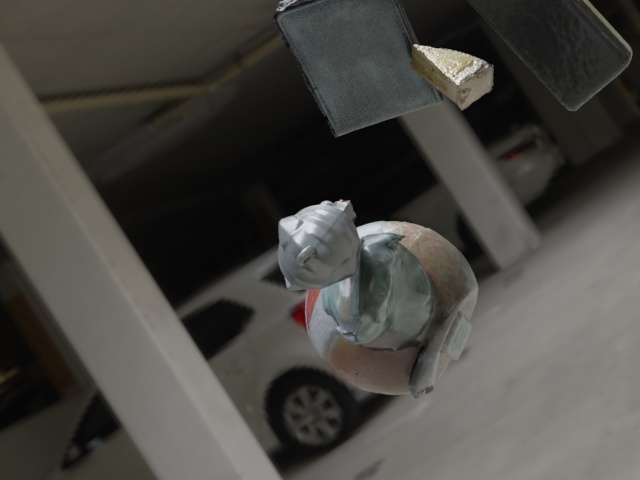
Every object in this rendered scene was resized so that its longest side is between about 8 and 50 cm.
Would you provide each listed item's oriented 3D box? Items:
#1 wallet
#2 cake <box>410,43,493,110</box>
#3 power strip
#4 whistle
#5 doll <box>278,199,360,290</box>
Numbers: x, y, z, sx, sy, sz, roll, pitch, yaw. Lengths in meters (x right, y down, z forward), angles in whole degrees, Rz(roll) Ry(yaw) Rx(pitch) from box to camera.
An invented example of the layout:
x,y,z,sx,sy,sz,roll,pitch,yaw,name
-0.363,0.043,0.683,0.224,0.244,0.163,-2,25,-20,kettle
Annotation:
x,y,z,sx,sy,sz,roll,pitch,yaw,name
0.052,-0.250,1.993,0.167,0.222,0.036,-18,35,17,wallet
0.155,-0.216,1.918,0.065,0.121,0.052,-47,-38,-30,cake
0.274,-0.292,1.889,0.105,0.256,0.070,-40,8,27,power strip
0.054,0.054,1.479,0.189,0.189,0.348,-33,-14,4,whistle
0.000,0.000,1.314,0.094,0.079,0.180,-54,2,10,doll
